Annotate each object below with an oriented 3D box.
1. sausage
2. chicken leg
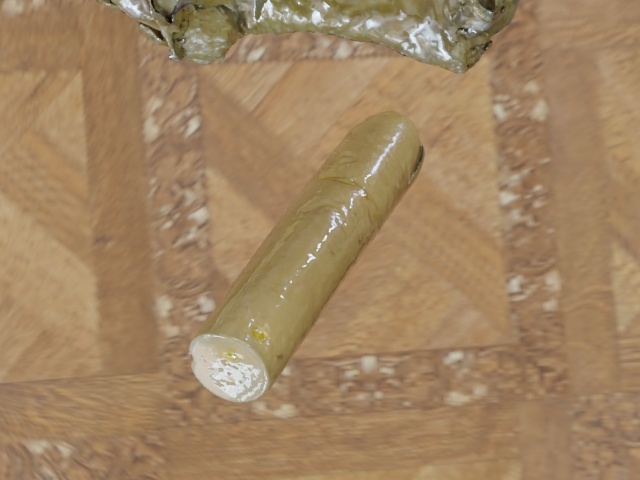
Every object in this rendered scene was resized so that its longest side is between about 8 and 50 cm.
[{"bbox_3d":[0.001,-0.001,1.238,0.066,0.066,0.301,40,40,-6],"label":"sausage"},{"bbox_3d":[-0.024,-0.118,0.767,0.196,0.080,0.125,34,71,22],"label":"chicken leg"}]
